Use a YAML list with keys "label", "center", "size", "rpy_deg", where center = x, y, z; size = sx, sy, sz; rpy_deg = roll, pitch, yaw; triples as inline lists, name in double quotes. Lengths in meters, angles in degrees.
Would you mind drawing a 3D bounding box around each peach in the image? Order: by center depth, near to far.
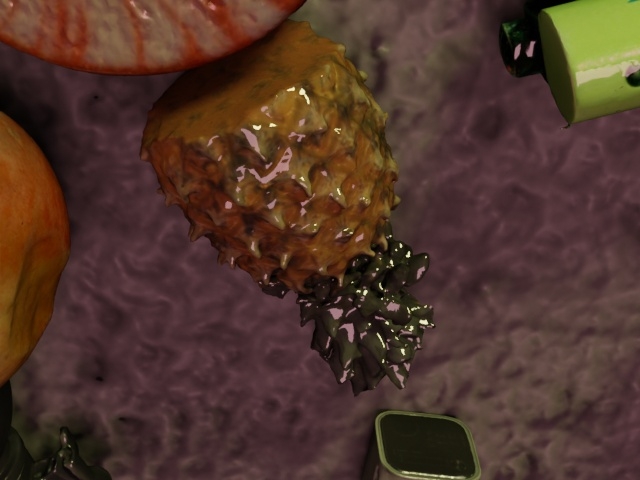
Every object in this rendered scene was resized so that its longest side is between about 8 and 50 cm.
- label: "peach"
  center: [-0.274, 0.021, 0.674]
  size: [0.214, 0.214, 0.235]
  rpy_deg: [13, 86, -10]

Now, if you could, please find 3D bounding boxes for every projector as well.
- label: "projector"
  center: [0.079, 0.198, 0.874]
  size: [0.083, 0.083, 0.082]
  rpy_deg: [7, 118, -8]

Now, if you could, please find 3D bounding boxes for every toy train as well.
- label: "toy train"
  center: [0.243, -0.138, 0.658]
  size: [0.253, 0.157, 0.105]
  rpy_deg: [-14, 119, 3]

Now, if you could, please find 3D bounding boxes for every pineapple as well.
- label: "pineapple"
  center: [0.000, 0.000, 0.727]
  size: [0.158, 0.158, 0.278]
  rpy_deg: [-24, 121, 9]

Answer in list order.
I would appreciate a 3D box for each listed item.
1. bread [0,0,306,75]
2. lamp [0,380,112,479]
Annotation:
- label: "bread"
  center: [-0.123, -0.246, 0.568]
  size: [0.295, 0.114, 0.327]
  rpy_deg: [-7, 130, 13]
- label: "lamp"
  center: [-0.262, 0.185, 0.828]
  size: [0.172, 0.147, 0.227]
  rpy_deg: [-20, 126, 2]
